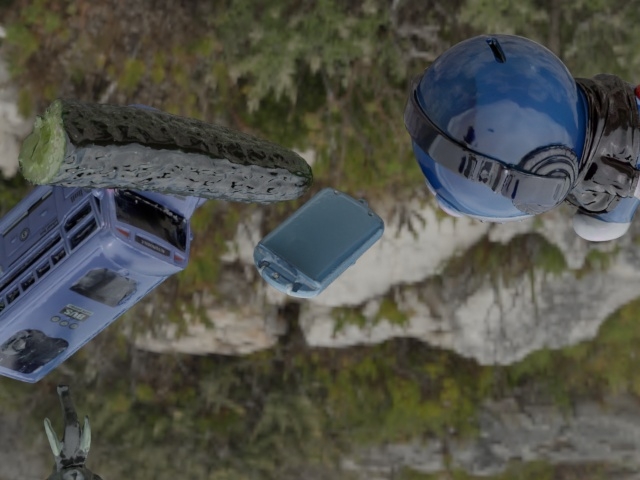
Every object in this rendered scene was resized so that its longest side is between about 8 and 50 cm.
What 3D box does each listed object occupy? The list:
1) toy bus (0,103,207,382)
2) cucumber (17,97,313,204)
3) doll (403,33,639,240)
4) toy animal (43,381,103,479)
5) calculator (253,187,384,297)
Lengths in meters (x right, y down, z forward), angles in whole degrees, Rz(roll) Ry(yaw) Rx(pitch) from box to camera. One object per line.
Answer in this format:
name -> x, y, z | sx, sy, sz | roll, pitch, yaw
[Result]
toy bus -> -0.220, 0.007, 1.132 | 0.292, 0.133, 0.125 | -38, 140, 22
cucumber -> -0.084, -0.051, 0.744 | 0.215, 0.052, 0.058 | 4, -163, -46
doll -> 0.255, -0.133, 1.505 | 0.310, 0.284, 0.240 | 3, 125, -15
toy animal -> -0.248, 0.292, 1.229 | 0.082, 0.269, 0.137 | -4, -168, -21
calculator -> 0.000, 0.000, 1.733 | 0.121, 0.210, 0.039 | 34, 145, 21
